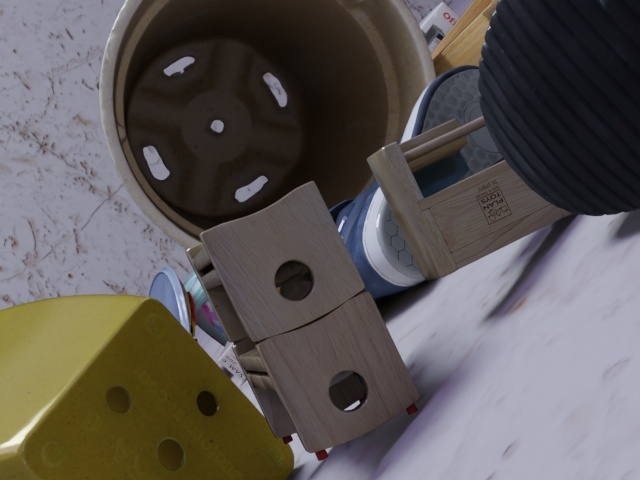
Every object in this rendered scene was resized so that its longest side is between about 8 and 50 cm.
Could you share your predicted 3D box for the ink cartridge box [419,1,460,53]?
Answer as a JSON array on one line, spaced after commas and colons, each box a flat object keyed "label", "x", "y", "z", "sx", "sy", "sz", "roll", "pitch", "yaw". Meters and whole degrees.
[{"label": "ink cartridge box", "x": 0.129, "y": -0.188, "z": 1.448, "sx": 0.135, "sy": 0.099, "sz": 0.056, "roll": -52, "pitch": 6, "yaw": -25}]

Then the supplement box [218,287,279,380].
[{"label": "supplement box", "x": -0.059, "y": 0.094, "z": 1.337, "sx": 0.098, "sy": 0.036, "sz": 0.062, "roll": -48, "pitch": 5, "yaw": 15}]

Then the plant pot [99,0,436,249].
[{"label": "plant pot", "x": -0.086, "y": -0.135, "z": 1.364, "sx": 0.334, "sy": 0.334, "sz": 0.305, "roll": -50, "pitch": 13, "yaw": -11}]

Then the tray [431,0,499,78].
[{"label": "tray", "x": 0.251, "y": -0.300, "z": 1.383, "sx": 0.411, "sy": 0.076, "sz": 0.203, "roll": -51, "pitch": 5, "yaw": -31}]

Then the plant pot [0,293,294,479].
[{"label": "plant pot", "x": -0.145, "y": 0.153, "z": 0.785, "sx": 0.187, "sy": 0.212, "sz": 0.212, "roll": -28, "pitch": 18, "yaw": 41}]

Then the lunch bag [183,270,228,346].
[{"label": "lunch bag", "x": -0.061, "y": 0.004, "z": 1.614, "sx": 0.279, "sy": 0.108, "sz": 0.224, "roll": -50, "pitch": 5, "yaw": -5}]

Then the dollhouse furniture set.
[{"label": "dollhouse furniture set", "x": 0.039, "y": 0.020, "z": 0.709, "sx": 0.184, "sy": 0.128, "sz": 0.129, "roll": -26, "pitch": 0, "yaw": -11}]

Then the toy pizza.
[{"label": "toy pizza", "x": -0.171, "y": 0.131, "z": 1.511, "sx": 0.201, "sy": 0.032, "sz": 0.201, "roll": 179, "pitch": 90, "yaw": -69}]

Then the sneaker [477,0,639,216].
[{"label": "sneaker", "x": 0.190, "y": -0.129, "z": 0.502, "sx": 0.146, "sy": 0.122, "sz": 0.330, "roll": -27, "pitch": -15, "yaw": -39}]

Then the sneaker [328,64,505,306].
[{"label": "sneaker", "x": 0.056, "y": -0.030, "z": 0.970, "sx": 0.163, "sy": 0.086, "sz": 0.226, "roll": -39, "pitch": 12, "yaw": 51}]
